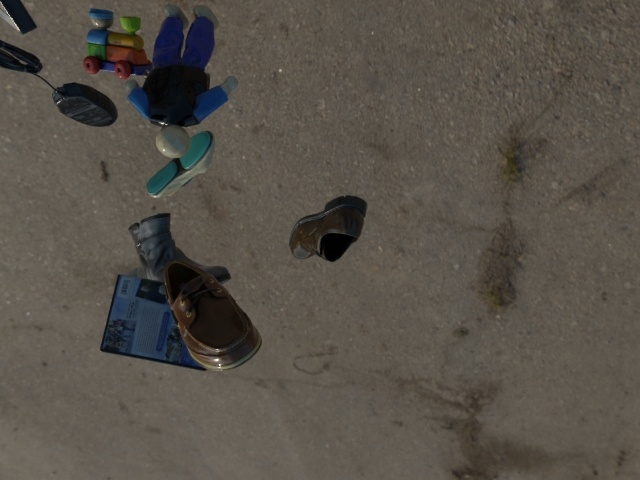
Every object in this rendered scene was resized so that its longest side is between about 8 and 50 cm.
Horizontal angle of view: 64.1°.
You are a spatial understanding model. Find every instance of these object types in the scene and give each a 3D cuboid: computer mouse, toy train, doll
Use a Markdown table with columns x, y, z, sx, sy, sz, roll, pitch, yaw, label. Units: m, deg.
| x | y | z | sx | sy | sz | roll | pitch | yaw | label |
| --- | --- | --- | --- | --- | --- | --- | --- | --- | --- |
| -0.410 | -0.245 | 0.790 | 0.071 | 0.041 | 0.242 | -10 | 162 | 18 | computer mouse |
| -0.428 | -0.448 | 1.179 | 0.248 | 0.105 | 0.143 | 13 | 115 | 16 | toy train |
| -0.158 | -0.184 | 0.591 | 0.129 | 0.188 | 0.046 | 3 | 162 | 3 | doll |

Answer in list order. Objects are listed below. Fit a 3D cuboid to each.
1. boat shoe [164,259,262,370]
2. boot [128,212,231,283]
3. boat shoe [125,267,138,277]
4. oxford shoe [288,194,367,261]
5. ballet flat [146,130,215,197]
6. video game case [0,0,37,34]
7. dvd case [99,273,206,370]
| x | y | z | sx | sy | sz | roll | pitch | yaw | label |
| --- | --- | --- | --- | --- | --- | --- | --- | --- | --- |
| -0.117 | 0.068 | 0.503 | 0.178 | 0.064 | 0.060 | 28 | 145 | 55 | boat shoe |
| -0.385 | 0.031 | 1.323 | 0.338 | 0.118 | 0.222 | -9 | 92 | 33 | boot |
| -0.546 | 0.171 | 1.519 | 0.079 | 0.081 | 0.227 | 21 | 131 | 3 | boat shoe |
| 0.000 | 0.000 | 0.969 | 0.083 | 0.096 | 0.227 | 19 | 152 | -23 | oxford shoe |
| -0.328 | -0.183 | 1.266 | 0.249 | 0.086 | 0.086 | -31 | 119 | 26 | ballet flat |
| -0.639 | -0.529 | 0.899 | 0.248 | 0.035 | 0.274 | 38 | 158 | 31 | video game case |
| -0.361 | 0.185 | 1.162 | 0.253 | 0.180 | 0.022 | 9 | 171 | 6 | dvd case |
